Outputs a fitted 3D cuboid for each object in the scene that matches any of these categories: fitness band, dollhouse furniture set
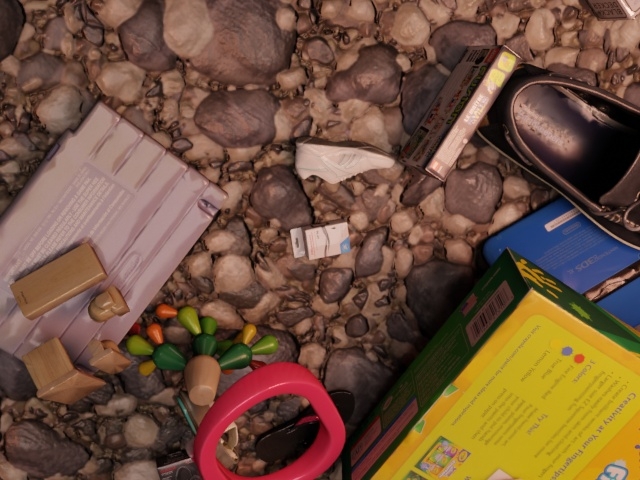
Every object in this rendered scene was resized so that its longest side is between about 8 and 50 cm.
[{"bbox_3d":[-0.072,0.285,1.119,0.209,0.054,0.291,-34,138,-9],"label":"fitness band"},{"bbox_3d":[-0.327,0.116,1.055,0.144,0.123,0.151,-30,75,-7],"label":"dollhouse furniture set"}]

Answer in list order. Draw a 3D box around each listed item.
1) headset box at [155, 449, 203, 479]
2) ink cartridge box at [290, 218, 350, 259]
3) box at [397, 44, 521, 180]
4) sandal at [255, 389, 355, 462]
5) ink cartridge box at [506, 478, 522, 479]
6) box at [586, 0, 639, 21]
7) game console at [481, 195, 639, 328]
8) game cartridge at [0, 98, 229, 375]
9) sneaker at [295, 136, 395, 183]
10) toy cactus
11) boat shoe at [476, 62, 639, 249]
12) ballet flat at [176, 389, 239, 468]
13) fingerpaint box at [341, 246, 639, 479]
[{"bbox_3d":[-0.216,0.363,1.201,0.062,0.032,0.083,-14,108,-12],"label":"headset box"},{"bbox_3d":[0.000,0.000,1.177,0.083,0.028,0.048,-12,106,-12],"label":"ink cartridge box"},{"bbox_3d":[0.200,-0.190,1.144,0.036,0.114,0.207,31,93,-20],"label":"box"},{"bbox_3d":[-0.018,0.303,1.238,0.179,0.040,0.067,-30,109,-7],"label":"sandal"},{"bbox_3d":[0.243,0.404,1.109,0.180,0.060,0.104,-8,113,4],"label":"ink cartridge box"},{"bbox_3d":[0.421,-0.489,1.149,0.169,0.087,0.290,-45,110,-2],"label":"box"},{"bbox_3d":[0.438,0.061,1.319,0.293,0.173,0.250,-29,78,-8],"label":"game console"},{"bbox_3d":[-0.323,0.010,1.074,0.230,0.068,0.355,37,91,-16],"label":"game cartridge"},{"bbox_3d":[0.034,-0.116,1.152,0.152,0.053,0.061,4,111,-11],"label":"sneaker"},{"bbox_3d":[-0.170,0.170,1.096,0.219,0.180,0.112,12,114,-12],"label":"toy cactus"},{"bbox_3d":[0.457,-0.105,1.155,0.500,0.156,0.186,29,98,-5],"label":"boat shoe"},{"bbox_3d":[-0.160,0.273,1.145,0.068,0.072,0.213,-25,140,-17],"label":"ballet flat"},{"bbox_3d":[0.306,0.295,1.186,0.371,0.163,0.444,31,109,-11],"label":"fingerpaint box"}]
